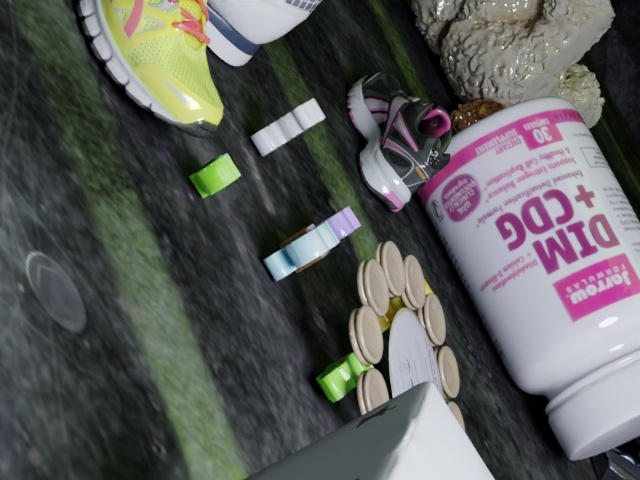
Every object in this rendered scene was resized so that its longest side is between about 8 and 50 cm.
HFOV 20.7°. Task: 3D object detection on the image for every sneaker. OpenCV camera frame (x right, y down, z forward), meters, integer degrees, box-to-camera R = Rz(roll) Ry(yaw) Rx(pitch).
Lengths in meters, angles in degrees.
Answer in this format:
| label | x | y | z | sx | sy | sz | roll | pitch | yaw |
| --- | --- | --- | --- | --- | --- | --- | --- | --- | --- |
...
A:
| label | x | y | z | sx | sy | sz | roll | pitch | yaw |
| --- | --- | --- | --- | --- | --- | --- | --- | --- | --- |
| sneaker | -0.090 | -0.225 | 1.216 | 0.235 | 0.095 | 0.090 | 42 | 25 | -41 |
| sneaker | 0.077 | -0.093 | 1.490 | 0.072 | 0.077 | 0.178 | 49 | 18 | -33 |
| sneaker | -0.098 | -0.161 | 1.076 | 0.081 | 0.094 | 0.208 | 24 | 40 | -65 |

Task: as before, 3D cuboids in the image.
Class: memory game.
| label | x | y | z | sx | sy | sz | roll | pitch | yaw |
| --- | --- | --- | --- | --- | --- | --- | --- | --- | --- |
| memory game | 0.057 | 0.092 | 1.129 | 0.186 | 0.012 | 0.186 | -12 | 90 | -68 |

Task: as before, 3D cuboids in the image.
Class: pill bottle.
| label | x | y | z | sx | sy | sz | roll | pitch | yaw |
| --- | --- | --- | --- | --- | --- | --- | --- | --- | --- |
| pill bottle | 0.209 | 0.033 | 1.504 | 0.283 | 0.160 | 0.160 | 64 | 17 | 17 |

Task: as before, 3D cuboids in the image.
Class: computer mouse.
| label | x | y | z | sx | sy | sz | roll | pitch | yaw |
| --- | --- | --- | --- | --- | --- | --- | --- | --- | --- |
| computer mouse | 0.255 | 0.177 | 1.598 | 0.242 | 0.041 | 0.071 | 54 | 18 | -15 |

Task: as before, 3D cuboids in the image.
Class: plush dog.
| label | x | y | z | sx | sy | sz | roll | pitch | yaw |
| --- | --- | --- | --- | --- | --- | --- | --- | --- | --- |
| plush dog | 0.182 | -0.227 | 1.932 | 0.225 | 0.210 | 0.262 | 52 | -17 | 32 |

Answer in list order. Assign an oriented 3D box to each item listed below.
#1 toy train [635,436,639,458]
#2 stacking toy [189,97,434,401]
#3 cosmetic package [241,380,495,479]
| label | x | y | z | sx | sy | sz | roll | pitch | yaw |
| --- | --- | --- | --- | --- | --- | --- | --- | --- | --- |
| toy train | 0.340 | 0.132 | 1.719 | 0.190 | 0.142 | 0.334 | 52 | 7 | -5 |
| stacking toy | 0.000 | 0.000 | 1.151 | 0.167 | 0.052 | 0.221 | 58 | 17 | -3 |
| cosmetic package | 0.020 | 0.185 | 0.707 | 0.184 | 0.151 | 0.151 | 58 | 16 | -5 |
